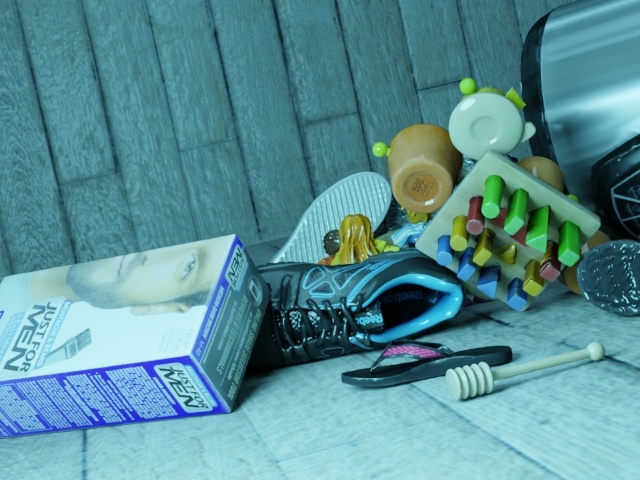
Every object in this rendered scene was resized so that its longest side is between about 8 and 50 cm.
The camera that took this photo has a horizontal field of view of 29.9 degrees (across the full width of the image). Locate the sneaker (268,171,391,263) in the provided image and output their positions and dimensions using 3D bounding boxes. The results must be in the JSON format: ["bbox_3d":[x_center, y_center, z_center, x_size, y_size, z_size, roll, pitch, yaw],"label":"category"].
[{"bbox_3d":[-0.001,-0.001,1.967,0.282,0.102,0.161,-44,-1,-2],"label":"sneaker"}]

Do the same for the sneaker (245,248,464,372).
[{"bbox_3d":[0.008,0.082,1.443,0.340,0.125,0.139,-15,10,-11],"label":"sneaker"}]

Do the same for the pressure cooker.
[{"bbox_3d":[0.521,-0.198,1.616,0.420,0.376,0.370,-13,0,31],"label":"pressure cooker"}]

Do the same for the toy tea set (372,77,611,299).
[{"bbox_3d":[0.225,-0.051,1.496,0.200,0.336,0.124,-31,22,22],"label":"toy tea set"}]

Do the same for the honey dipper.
[{"bbox_3d":[0.196,0.119,1.123,0.160,0.031,0.030,-10,4,-15],"label":"honey dipper"}]

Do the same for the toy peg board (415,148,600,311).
[{"bbox_3d":[0.215,0.007,1.402,0.161,0.161,0.079,-54,8,33],"label":"toy peg board"}]

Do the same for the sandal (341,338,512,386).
[{"bbox_3d":[0.108,0.119,1.245,0.179,0.040,0.067,-12,5,8],"label":"sandal"}]

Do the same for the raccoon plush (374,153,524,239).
[{"bbox_3d":[0.177,-0.007,1.950,0.446,0.216,0.299,-42,1,17],"label":"raccoon plush"}]

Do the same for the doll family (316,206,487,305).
[{"bbox_3d":[0.112,0.024,1.580,0.262,0.163,0.118,-12,5,3],"label":"doll family"}]

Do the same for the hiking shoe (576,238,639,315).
[{"bbox_3d":[0.393,0.041,1.310,0.226,0.086,0.114,-2,-5,45],"label":"hiking shoe"}]

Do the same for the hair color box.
[{"bbox_3d":[-0.242,0.113,1.373,0.338,0.110,0.185,-9,40,24],"label":"hair color box"}]

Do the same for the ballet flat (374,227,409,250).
[{"bbox_3d":[0.204,0.034,1.708,0.342,0.116,0.124,-9,23,-5],"label":"ballet flat"}]
